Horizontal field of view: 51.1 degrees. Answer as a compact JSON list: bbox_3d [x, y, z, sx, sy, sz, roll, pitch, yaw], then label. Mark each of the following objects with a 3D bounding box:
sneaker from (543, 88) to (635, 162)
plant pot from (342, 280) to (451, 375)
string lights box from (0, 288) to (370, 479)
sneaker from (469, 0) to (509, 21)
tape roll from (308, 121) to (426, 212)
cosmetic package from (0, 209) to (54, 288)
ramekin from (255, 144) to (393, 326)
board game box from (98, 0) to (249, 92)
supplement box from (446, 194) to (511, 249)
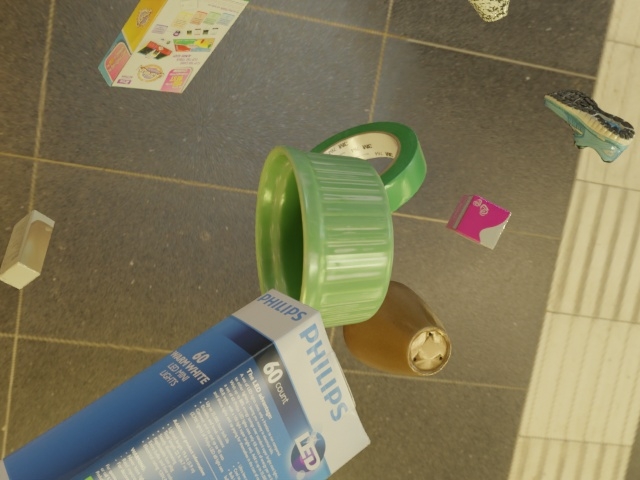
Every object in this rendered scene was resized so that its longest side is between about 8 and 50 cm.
[{"bbox_3d":[0.406,-0.178,1.046,0.063,0.162,0.073,-17,139,-27],"label":"sneaker"},{"bbox_3d":[0.208,0.238,1.662,0.237,0.254,0.237,-3,98,-18],"label":"plant pot"},{"bbox_3d":[-0.098,0.162,0.483,0.259,0.076,0.133,-31,115,-25],"label":"string lights box"},{"bbox_3d":[0.289,-0.496,1.008,0.182,0.158,0.410,46,68,-38],"label":"sneaker"},{"bbox_3d":[0.088,-0.159,1.587,0.321,0.321,0.077,-29,125,-4],"label":"tape roll"},{"bbox_3d":[-0.471,0.014,1.074,0.060,0.115,0.041,-29,133,27],"label":"cosmetic package"},{"bbox_3d":[0.000,0.000,1.083,0.148,0.303,0.304,-2,100,-19],"label":"ramekin"},{"bbox_3d":[-0.351,-0.493,1.601,0.316,0.242,0.064,-43,73,30],"label":"board game box"},{"bbox_3d":[0.429,-0.053,1.835,0.111,0.220,0.114,27,96,1],"label":"supplement box"}]
